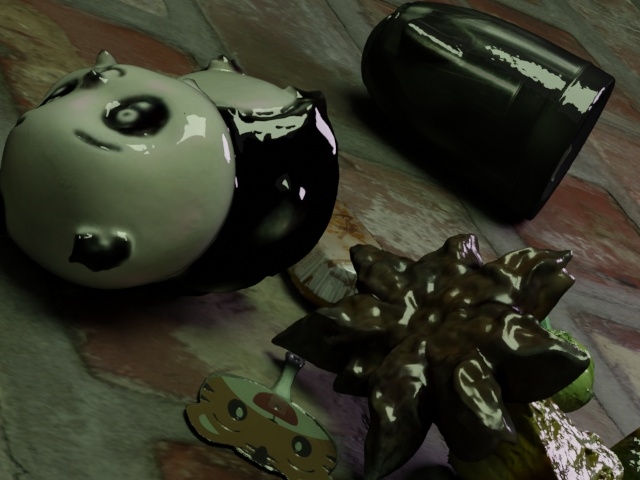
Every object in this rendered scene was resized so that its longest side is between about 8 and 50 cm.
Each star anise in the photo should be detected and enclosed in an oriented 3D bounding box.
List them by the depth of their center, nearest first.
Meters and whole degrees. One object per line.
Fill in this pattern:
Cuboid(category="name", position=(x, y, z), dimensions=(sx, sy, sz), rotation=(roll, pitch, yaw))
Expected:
Cuboid(category="star anise", position=(0.099, 0.101, 1.701), dimensions=(0.315, 0.108, 0.315), rotation=(-7, 46, 7))

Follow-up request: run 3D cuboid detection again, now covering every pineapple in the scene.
Cuboid(category="pineapple", position=(0.226, 0.241, 1.702), dimensions=(0.236, 0.114, 0.186), rotation=(41, 23, 13))

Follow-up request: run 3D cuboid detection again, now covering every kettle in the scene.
Cuboid(category="kettle", position=(0.209, -0.198, 2.499), dimensions=(0.324, 0.228, 0.321), rotation=(31, -4, 9))

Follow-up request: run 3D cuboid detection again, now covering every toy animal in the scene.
Cuboid(category="toy animal", position=(-0.150, -0.055, 1.687), dimensions=(0.310, 0.251, 0.251), rotation=(-11, 46, -42))

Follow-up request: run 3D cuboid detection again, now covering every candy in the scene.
Cuboid(category="candy", position=(0.262, 0.113, 2.080), dimensions=(0.093, 0.092, 0.335), rotation=(-5, 14, 6))

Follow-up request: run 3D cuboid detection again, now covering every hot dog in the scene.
Cuboid(category="hot dog", position=(0.000, 0.000, 1.969), dimensions=(0.131, 0.069, 0.253), rotation=(5, 30, -32))

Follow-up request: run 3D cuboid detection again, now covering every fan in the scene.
Cuboid(category="fan", position=(-0.042, 0.154, 1.664), dimensions=(0.152, 0.008, 0.227), rotation=(30, 23, -4))

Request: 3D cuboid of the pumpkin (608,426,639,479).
Cuboid(category="pumpkin", position=(0.397, 0.262, 1.886), dimensions=(0.163, 0.111, 0.278), rotation=(48, 26, 24))
